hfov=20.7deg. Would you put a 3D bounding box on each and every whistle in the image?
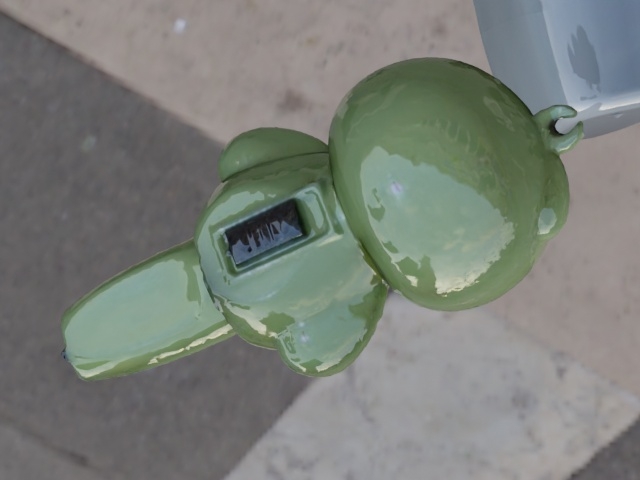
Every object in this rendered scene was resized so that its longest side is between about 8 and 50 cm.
[{"bbox_3d":[0.006,0.000,0.928,0.294,0.141,0.141,-28,117,27],"label":"whistle"}]

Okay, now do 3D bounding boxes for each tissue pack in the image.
[{"bbox_3d":[0.281,-0.212,1.273,0.333,0.229,0.236,-11,87,-8],"label":"tissue pack"}]
